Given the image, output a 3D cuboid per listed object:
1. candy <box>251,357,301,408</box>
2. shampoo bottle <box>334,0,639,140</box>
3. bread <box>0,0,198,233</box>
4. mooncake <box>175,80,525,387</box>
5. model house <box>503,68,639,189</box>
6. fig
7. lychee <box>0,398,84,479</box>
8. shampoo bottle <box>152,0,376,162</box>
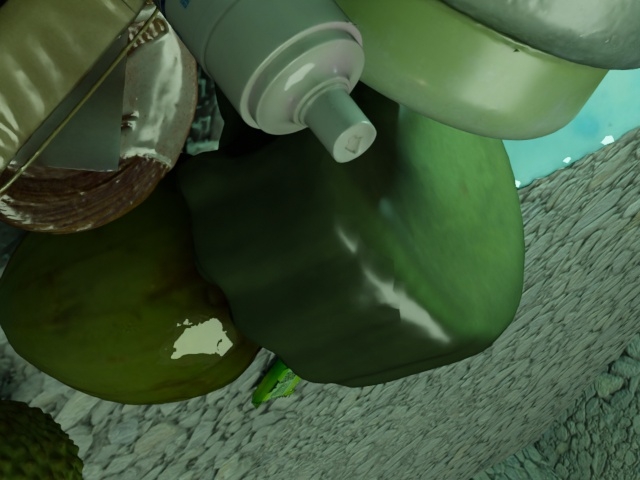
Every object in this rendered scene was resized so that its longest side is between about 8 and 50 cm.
[{"bbox_3d":[-0.040,0.193,1.789,0.102,0.032,0.178,-17,150,-45],"label":"candy"},{"bbox_3d":[0.132,-0.256,0.787,0.322,0.322,0.317,-8,134,-48],"label":"shampoo bottle"},{"bbox_3d":[-0.188,-0.108,0.803,0.224,0.142,0.212,-51,139,-10],"label":"bread"},{"bbox_3d":[0.031,-0.046,1.000,0.187,0.351,0.351,-24,165,30],"label":"mooncake"},{"bbox_3d":[0.222,-0.209,1.231,0.261,0.226,0.241,-26,-167,-14],"label":"model house"},{"bbox_3d":[-0.174,0.041,1.071,0.271,0.239,0.239,-11,158,6],"label":"fig"},{"bbox_3d":[-0.393,0.294,1.214,0.270,0.270,0.320,-44,-171,19],"label":"lychee"},{"bbox_3d":[-0.062,-0.167,0.706,0.092,0.303,0.092,-30,156,-15],"label":"shampoo bottle"}]
